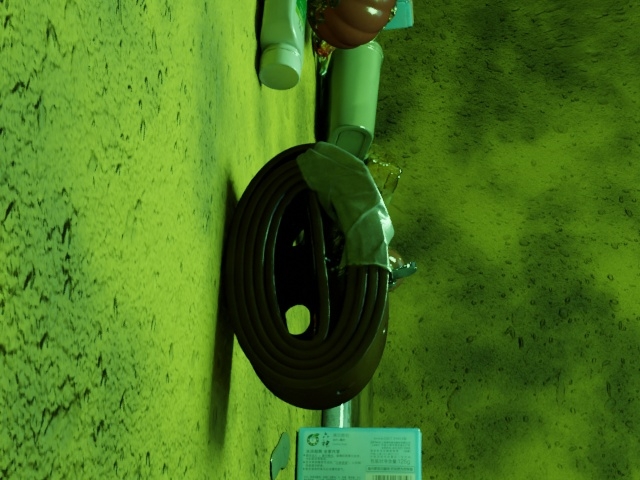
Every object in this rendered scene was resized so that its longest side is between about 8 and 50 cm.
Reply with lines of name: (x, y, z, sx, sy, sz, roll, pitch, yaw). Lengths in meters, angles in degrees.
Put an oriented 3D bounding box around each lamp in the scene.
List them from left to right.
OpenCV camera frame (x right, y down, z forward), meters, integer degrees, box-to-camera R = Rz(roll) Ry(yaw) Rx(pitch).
lamp: (0.056, -0.517, 1.960, 0.227, 0.227, 0.227, -1, 90, -83)

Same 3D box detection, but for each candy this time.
candy: (0.006, -0.393, 2.162, 0.060, 0.060, 0.201, -80, 174, -57)

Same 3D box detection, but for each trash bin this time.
trash bin: (0.070, -0.317, 2.208, 0.243, 0.121, 0.247, 111, -15, -64)

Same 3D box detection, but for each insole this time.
insole: (-0.066, 0.361, 1.572, 0.188, 0.004, 0.064, -7, 95, -83)

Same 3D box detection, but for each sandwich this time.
sandwich: (0.105, -0.091, 2.302, 0.271, 0.099, 0.301, -63, -175, 13)

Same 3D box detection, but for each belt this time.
belt: (-0.011, 0.041, 1.217, 0.122, 0.217, 0.339, 75, 14, -64)

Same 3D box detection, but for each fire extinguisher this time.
fire extinguisher: (0.120, 0.078, 2.392, 0.113, 0.200, 0.376, 53, -2, -12)

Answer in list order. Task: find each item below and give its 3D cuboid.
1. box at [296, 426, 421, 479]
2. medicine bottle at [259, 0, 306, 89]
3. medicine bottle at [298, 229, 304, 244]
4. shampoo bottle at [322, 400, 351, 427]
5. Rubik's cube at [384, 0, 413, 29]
box: (0.073, 0.427, 1.751, 0.083, 0.232, 0.143, 73, 17, -67)
medicine bottle: (-0.060, -0.331, 1.499, 0.119, 0.069, 0.183, 81, 11, -58)
medicine bottle: (0.000, 0.000, 1.845, 0.086, 0.086, 0.183, -84, 169, -47)
shampoo bottle: (0.036, 0.422, 2.131, 0.072, 0.072, 0.214, 76, 15, -61)
Rubik's cube: (0.103, -0.648, 2.228, 0.221, 0.231, 0.225, -85, 169, -45)
